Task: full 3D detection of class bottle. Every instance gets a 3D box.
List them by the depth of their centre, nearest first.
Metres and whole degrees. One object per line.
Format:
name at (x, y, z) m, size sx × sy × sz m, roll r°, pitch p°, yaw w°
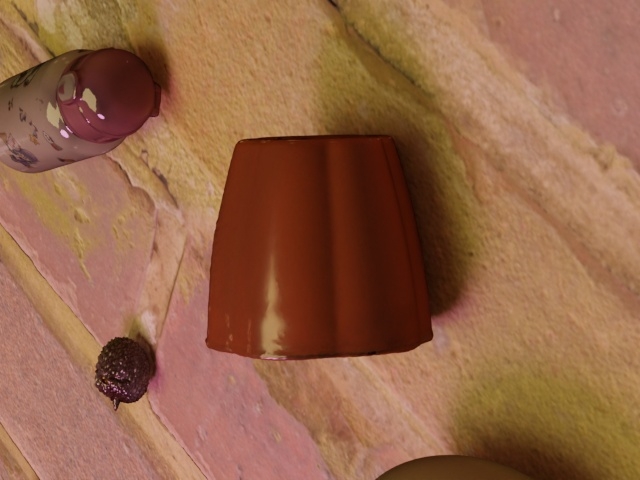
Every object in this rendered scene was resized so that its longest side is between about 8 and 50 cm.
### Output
bottle at (-0.252, -0.136, 1.459) m, size 0.233 × 0.110 × 0.110 m, roll -9°, pitch 100°, yaw 54°

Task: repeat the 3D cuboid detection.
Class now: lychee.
lychee at (-0.222, 0.149, 1.593) m, size 0.067 × 0.068 × 0.083 m, roll 13°, pitch 91°, yaw 53°

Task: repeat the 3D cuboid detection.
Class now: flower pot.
flower pot at (0.000, 0.000, 1.169) m, size 0.190 × 0.190 × 0.173 m, roll 7°, pitch 98°, yaw 50°

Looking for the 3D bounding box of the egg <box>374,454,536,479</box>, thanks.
egg at (0.118, 0.266, 1.122) m, size 0.241 × 0.186 × 0.186 m, roll 24°, pitch 125°, yaw 49°
